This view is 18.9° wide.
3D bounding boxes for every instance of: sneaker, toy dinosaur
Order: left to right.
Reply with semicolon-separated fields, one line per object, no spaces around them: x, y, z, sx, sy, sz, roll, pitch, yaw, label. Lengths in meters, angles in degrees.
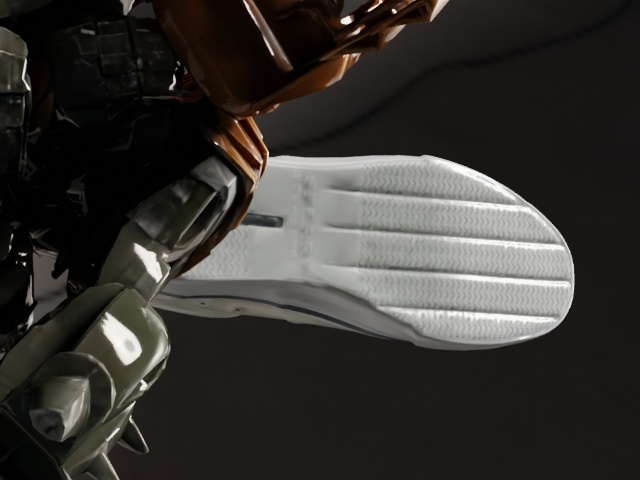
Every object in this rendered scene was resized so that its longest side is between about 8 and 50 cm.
-0.083;-0.026;0.454;0.164;0.322;0.218;41;32;0;toy dinosaur
0.000;0.000;0.952;0.258;0.091;0.094;12;81;-21;sneaker
